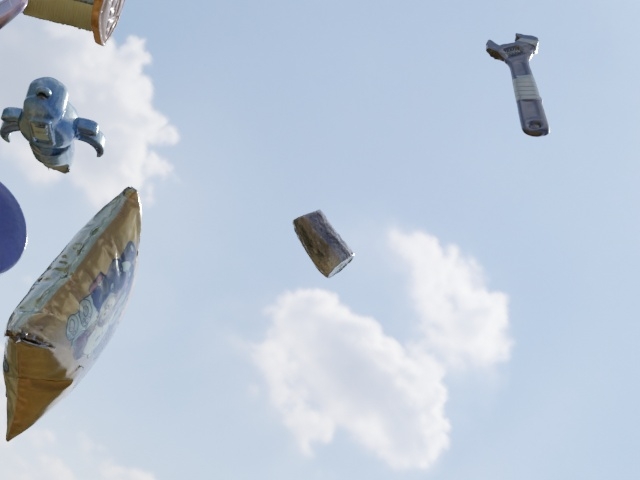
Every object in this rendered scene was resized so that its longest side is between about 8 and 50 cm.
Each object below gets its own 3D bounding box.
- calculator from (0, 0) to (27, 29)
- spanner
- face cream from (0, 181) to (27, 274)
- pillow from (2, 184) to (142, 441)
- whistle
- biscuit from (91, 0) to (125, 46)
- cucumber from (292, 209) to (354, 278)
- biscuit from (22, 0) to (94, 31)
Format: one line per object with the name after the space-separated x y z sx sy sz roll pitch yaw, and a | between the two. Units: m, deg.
-0.591 -0.385 1.871 0.024 0.166 0.103 56 -2 -35 | calculator
0.311 -0.247 1.643 0.087 0.316 0.024 1 -52 2 | spanner
-0.783 -0.003 2.220 0.225 0.249 0.249 -27 -75 34 | face cream
-0.358 0.107 1.522 0.119 0.310 0.312 27 -39 1 | pillow
-0.457 -0.188 1.791 0.180 0.093 0.269 9 -21 -6 | whistle
-0.426 -0.505 2.155 0.029 0.142 0.220 17 -68 4 | biscuit
0.001 0.002 1.698 0.112 0.064 0.064 55 -23 8 | cucumber
-0.555 -0.518 2.344 0.199 0.040 0.121 11 -19 -18 | biscuit
